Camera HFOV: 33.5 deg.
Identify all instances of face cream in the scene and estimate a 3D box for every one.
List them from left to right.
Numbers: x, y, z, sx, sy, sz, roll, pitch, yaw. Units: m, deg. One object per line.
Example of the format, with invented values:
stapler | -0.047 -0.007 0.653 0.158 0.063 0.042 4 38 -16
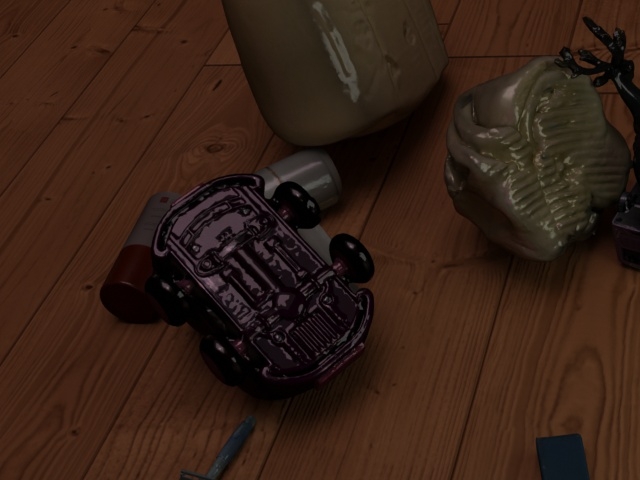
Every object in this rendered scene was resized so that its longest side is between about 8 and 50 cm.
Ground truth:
face cream | -0.272 0.025 1.713 0.096 0.095 0.214 1 43 19

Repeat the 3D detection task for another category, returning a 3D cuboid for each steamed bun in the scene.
steamed bun | 0.008 -0.377 1.846 0.290 0.371 0.456 -12 19 32
steamed bun | 0.290 -0.117 1.556 0.268 0.280 0.207 -53 23 -23

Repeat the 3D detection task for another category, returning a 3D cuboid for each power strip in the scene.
power strip | 0.292 0.289 1.264 0.056 0.032 0.123 -9 41 10

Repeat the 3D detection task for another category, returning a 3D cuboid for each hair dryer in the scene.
hair dryer | 0.000 0.000 1.670 0.173 0.107 0.357 -27 50 -11

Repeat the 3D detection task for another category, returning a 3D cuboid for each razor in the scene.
razor | -0.124 0.282 1.415 0.068 0.040 0.135 9 41 27

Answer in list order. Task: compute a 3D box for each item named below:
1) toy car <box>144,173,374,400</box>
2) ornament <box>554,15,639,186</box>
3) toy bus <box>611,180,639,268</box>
toy car | -0.089 0.083 1.510 0.271 0.240 0.340 -36 71 -19
ornament | 0.413 -0.188 1.456 0.080 0.236 0.202 -29 22 37
toy bus | 0.500 -0.050 1.527 0.096 0.108 0.199 16 51 34
